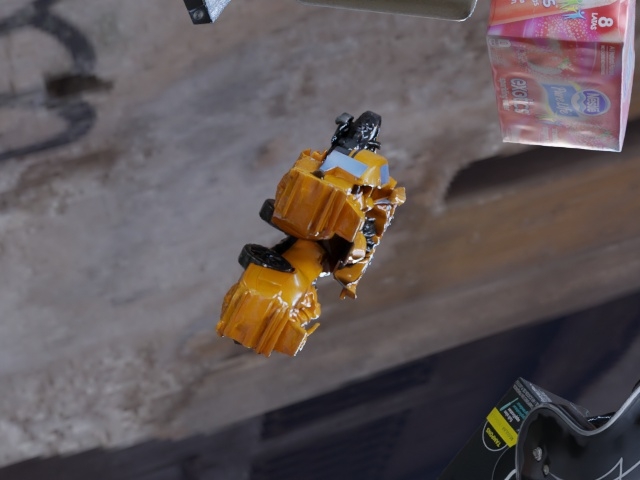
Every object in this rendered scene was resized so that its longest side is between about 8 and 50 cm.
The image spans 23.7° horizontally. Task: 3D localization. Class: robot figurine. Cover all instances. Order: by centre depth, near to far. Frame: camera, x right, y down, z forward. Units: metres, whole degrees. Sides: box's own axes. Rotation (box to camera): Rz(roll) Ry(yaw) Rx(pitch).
[{"bbox_3d":[0.000,0.000,1.264,0.211,0.085,0.291,-64,173,13],"label":"robot figurine"}]

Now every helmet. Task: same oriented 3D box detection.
[{"bbox_3d":[0.221,0.151,0.958,0.161,0.169,0.169,-5,-78,55],"label":"helmet"}]

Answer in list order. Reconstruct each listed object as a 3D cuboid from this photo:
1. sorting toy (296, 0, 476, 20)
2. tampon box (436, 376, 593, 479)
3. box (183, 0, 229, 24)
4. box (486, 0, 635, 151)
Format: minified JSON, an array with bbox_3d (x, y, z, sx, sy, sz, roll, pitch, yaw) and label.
[{"bbox_3d":[0.053,-0.330,1.488,0.307,0.229,0.041,12,-23,33],"label":"sorting toy"},{"bbox_3d":[0.180,0.224,1.302,0.161,0.101,0.120,-54,-141,11],"label":"tampon box"},{"bbox_3d":[-0.086,-0.218,1.192,0.018,0.083,0.067,-2,-51,29],"label":"box"},{"bbox_3d":[0.281,-0.225,1.747,0.300,0.154,0.142,64,34,-69],"label":"box"}]
